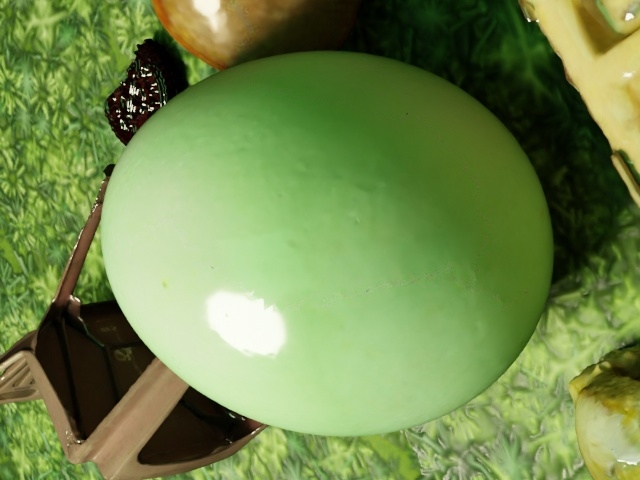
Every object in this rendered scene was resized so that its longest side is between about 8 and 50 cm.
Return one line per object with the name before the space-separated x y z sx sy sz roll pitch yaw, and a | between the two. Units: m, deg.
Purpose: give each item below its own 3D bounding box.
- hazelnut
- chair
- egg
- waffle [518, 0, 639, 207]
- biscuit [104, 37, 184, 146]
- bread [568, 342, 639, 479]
hazelnut | -0.037 -0.180 0.815 0.150 0.150 0.150 15 112 42
chair | -0.153 0.108 0.975 0.326 0.175 0.183 -51 57 37
egg | 0.000 0.000 0.744 0.269 0.220 0.220 11 111 21
waffle | 0.265 -0.035 0.548 0.261 0.114 0.376 -36 76 44
biscuit | -0.137 -0.111 0.999 0.087 0.027 0.089 -1 102 45
bread | 0.183 0.107 0.682 0.156 0.110 0.103 -36 81 46
